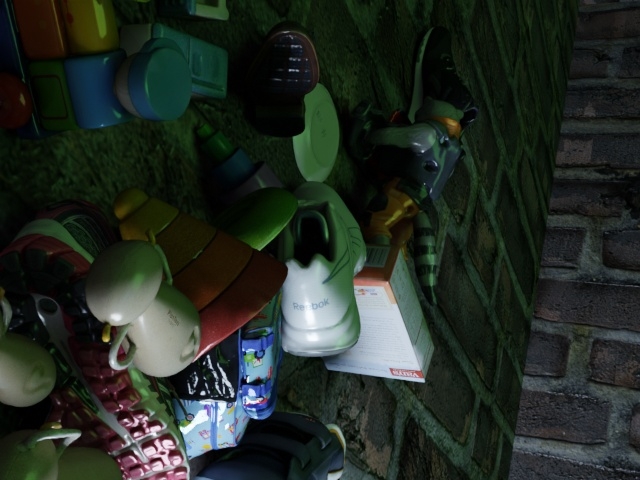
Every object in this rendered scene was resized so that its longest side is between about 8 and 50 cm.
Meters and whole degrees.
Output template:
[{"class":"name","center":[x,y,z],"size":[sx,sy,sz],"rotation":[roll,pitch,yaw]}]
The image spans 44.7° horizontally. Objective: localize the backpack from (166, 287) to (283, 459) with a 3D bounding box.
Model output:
[{"class":"backpack","center":[-0.098,0.130,0.774],"size":[0.158,0.116,0.173],"rotation":[-84,176,-72]}]

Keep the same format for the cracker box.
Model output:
[{"class":"cracker box","center":[0.056,0.099,1.071],"size":[0.232,0.155,0.067],"rotation":[67,35,-44]}]

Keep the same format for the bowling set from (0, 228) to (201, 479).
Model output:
[{"class":"bowling set","center":[-0.209,0.118,0.446],"size":[0.154,0.199,0.287],"rotation":[85,22,-67]}]

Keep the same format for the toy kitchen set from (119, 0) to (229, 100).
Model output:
[{"class":"toy kitchen set","center":[-0.082,-0.244,0.726],"size":[0.122,0.166,0.207],"rotation":[-3,96,-64]}]

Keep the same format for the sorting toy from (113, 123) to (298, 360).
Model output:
[{"class":"sorting toy","center":[-0.106,-0.034,0.699],"size":[0.126,0.127,0.365],"rotation":[52,14,-17]}]

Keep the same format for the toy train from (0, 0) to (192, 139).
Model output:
[{"class":"toy train","center":[-0.179,-0.199,0.558],"size":[0.105,0.143,0.248],"rotation":[-40,129,-57]}]

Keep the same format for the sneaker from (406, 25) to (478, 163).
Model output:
[{"class":"sneaker","center":[0.236,-0.262,1.434],"size":[0.107,0.124,0.283],"rotation":[38,59,-60]}]

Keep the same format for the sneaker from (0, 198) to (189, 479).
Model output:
[{"class":"sneaker","center":[-0.172,0.107,0.650],"size":[0.112,0.120,0.299],"rotation":[-83,169,-58]}]

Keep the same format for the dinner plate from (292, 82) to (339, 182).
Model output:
[{"class":"dinner plate","center":[0.000,-0.148,1.085],"size":[0.141,0.017,0.141],"rotation":[-8,99,-63]}]

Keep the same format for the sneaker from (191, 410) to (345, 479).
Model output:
[{"class":"sneaker","center":[-0.053,0.260,0.908],"size":[0.321,0.126,0.128],"rotation":[53,51,-68]}]

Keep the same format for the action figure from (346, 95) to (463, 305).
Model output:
[{"class":"action figure","center":[0.159,-0.067,1.253],"size":[0.341,0.178,0.330],"rotation":[27,78,-60]}]

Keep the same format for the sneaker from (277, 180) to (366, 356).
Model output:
[{"class":"sneaker","center":[0.000,0.000,0.905],"size":[0.297,0.111,0.129],"rotation":[-96,179,-58]}]

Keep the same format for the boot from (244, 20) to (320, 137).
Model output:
[{"class":"boot","center":[-0.044,-0.208,0.872],"size":[0.219,0.082,0.106],"rotation":[111,-20,-71]}]
